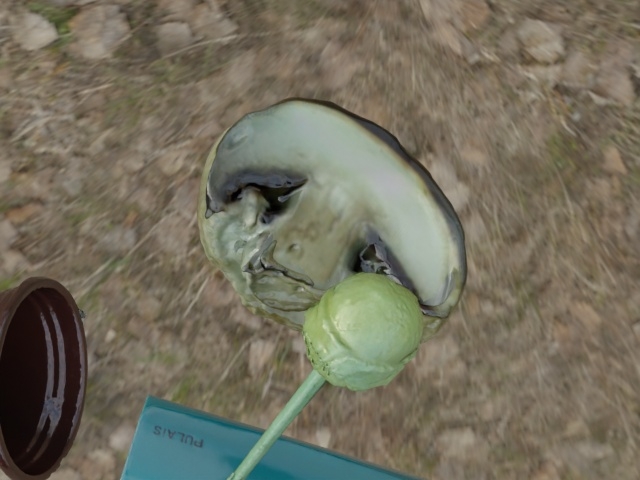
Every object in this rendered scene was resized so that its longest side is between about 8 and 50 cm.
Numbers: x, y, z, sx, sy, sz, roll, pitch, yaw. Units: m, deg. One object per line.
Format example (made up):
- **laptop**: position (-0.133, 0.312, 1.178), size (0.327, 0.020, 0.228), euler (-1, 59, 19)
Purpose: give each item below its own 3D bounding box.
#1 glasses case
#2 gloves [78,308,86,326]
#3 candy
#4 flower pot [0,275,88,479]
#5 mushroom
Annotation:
- **glasses case**: position (-0.041, 0.245, 1.572), size (0.301, 0.070, 0.117), euler (16, 80, -2)
- **gloves**: position (-0.277, 0.101, 1.800), size (0.037, 0.044, 0.081), euler (21, 101, 27)
- **candy**: position (-0.024, 0.146, 1.359), size (0.092, 0.093, 0.335), euler (32, 129, -7)
- **flower pot**: position (-0.186, 0.071, 0.860), size (0.089, 0.111, 0.111), euler (3, 101, 16)
- **mushroom**: position (-0.001, -0.008, 1.544), size (0.267, 0.164, 0.190), euler (18, 63, -16)
